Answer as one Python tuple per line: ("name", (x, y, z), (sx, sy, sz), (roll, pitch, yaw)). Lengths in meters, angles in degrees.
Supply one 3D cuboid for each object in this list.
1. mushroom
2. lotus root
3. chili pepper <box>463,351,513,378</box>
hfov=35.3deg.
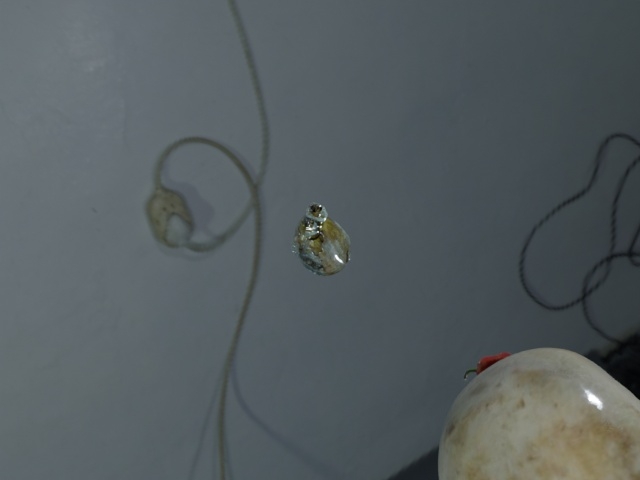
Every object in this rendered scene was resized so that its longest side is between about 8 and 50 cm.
("mushroom", (0.300, 0.285, 1.249), (0.290, 0.297, 0.298), (15, 100, -48))
("lotus root", (-0.003, 0.001, 1.512), (0.088, 0.088, 0.165), (-43, 153, -9))
("chili pepper", (0.345, 0.234, 1.874), (0.059, 0.191, 0.050), (46, 49, -31))
